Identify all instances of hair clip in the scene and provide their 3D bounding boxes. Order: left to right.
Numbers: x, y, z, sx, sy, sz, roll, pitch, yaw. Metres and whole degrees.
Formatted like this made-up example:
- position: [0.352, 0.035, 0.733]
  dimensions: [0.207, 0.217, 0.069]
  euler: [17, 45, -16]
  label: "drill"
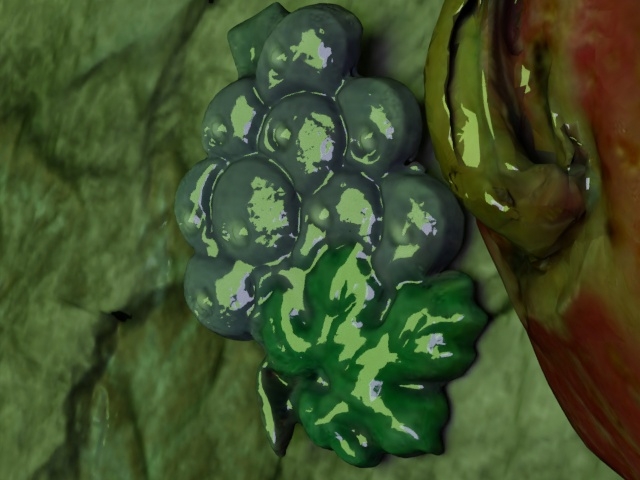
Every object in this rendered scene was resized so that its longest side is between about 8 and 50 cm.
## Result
- position: [0.001, 0.000, 0.741]
  dimensions: [0.124, 0.052, 0.195]
  euler: [-28, 72, 29]
  label: "hair clip"

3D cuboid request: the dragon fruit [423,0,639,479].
- position: [0.142, -0.059, 0.486]
  dimensions: [0.250, 0.269, 0.291]
  euler: [-27, 69, 25]
  label: "dragon fruit"
